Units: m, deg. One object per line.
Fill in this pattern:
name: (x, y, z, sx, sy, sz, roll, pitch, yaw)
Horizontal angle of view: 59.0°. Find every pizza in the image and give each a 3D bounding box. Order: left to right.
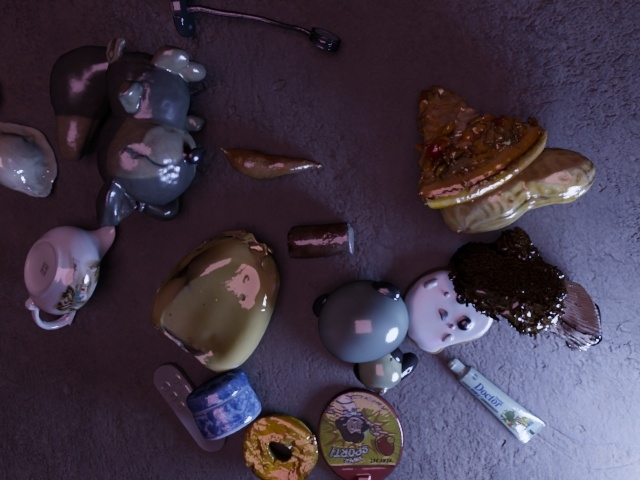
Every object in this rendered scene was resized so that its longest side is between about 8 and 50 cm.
pizza: (0.306, -0.207, 1.109, 0.251, 0.074, 0.288, -7, 66, 13)

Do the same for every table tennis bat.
table tennis bat: (0.096, 0.495, 1.311, 0.200, 0.038, 0.310, -5, 92, 9)

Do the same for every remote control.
remote control: (-0.313, 0.402, 1.362, 0.077, 0.022, 0.245, -36, 90, 12)

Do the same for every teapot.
teapot: (-0.592, 0.078, 1.312, 0.204, 0.139, 0.298, 42, 104, 29)

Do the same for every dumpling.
dumpling: (-0.699, -0.195, 1.316, 0.111, 0.181, 0.155, 11, 65, 41)

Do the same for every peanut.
peanut: (0.392, -0.102, 1.144, 0.305, 0.147, 0.147, -21, 93, 10)

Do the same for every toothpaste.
toothpaste: (0.383, 0.349, 1.253, 0.255, 0.037, 0.067, 41, 100, -2)

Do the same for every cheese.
cheese: (-0.222, 0.120, 1.271, 0.259, 0.128, 0.316, 32, 106, -4)

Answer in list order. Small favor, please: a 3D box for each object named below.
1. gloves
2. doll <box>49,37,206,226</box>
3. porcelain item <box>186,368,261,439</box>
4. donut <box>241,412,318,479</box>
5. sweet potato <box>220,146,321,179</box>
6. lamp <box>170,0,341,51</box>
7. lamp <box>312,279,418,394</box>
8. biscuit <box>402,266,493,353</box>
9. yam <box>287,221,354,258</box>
gloves: (0.412, 0.094, 1.148, 0.312, 0.135, 0.210, 19, 60, -1)
doll: (-0.416, -0.226, 1.240, 0.378, 0.252, 0.383, 15, 96, 38)
porcelain item: (-0.220, 0.367, 1.283, 0.147, 0.147, 0.114, -25, 90, 10)
donut: (-0.092, 0.482, 1.321, 0.178, 0.065, 0.162, 38, 95, 3)
sweet potato: (-0.111, -0.163, 1.252, 0.226, 0.068, 0.068, 8, 98, -7)
lamp: (-0.146, -0.450, 1.225, 0.371, 0.130, 0.109, 15, 121, -7)
lamp: (0.102, 0.200, 1.210, 0.197, 0.198, 0.244, -20, 110, 10)
biscuit: (0.280, 0.149, 1.238, 0.208, 0.049, 0.181, -17, 95, 11)
yam: (0.000, -0.001, 1.244, 0.141, 0.079, 0.079, -4, 96, 9)
